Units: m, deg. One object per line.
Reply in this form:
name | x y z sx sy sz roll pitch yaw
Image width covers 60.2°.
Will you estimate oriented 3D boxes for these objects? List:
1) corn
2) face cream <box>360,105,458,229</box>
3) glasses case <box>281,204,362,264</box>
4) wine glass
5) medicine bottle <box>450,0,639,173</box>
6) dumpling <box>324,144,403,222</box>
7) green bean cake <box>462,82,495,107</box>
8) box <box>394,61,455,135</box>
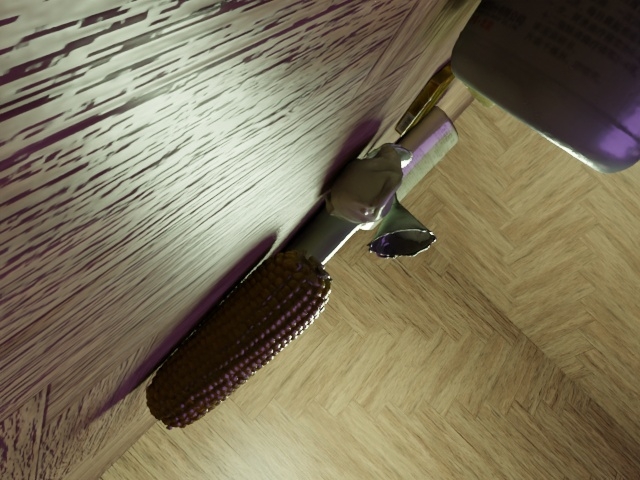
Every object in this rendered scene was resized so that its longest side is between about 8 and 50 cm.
corn | -0.140 0.167 0.968 0.387 0.144 0.144 -43 177 6
face cream | 0.191 -0.163 1.369 0.348 0.081 0.173 -46 153 6
glasses case | 0.001 -0.001 1.114 0.308 0.083 0.128 -47 176 24
wine glass | 0.130 -0.073 0.976 0.122 0.183 0.122 -6 157 -3
medicine bottle | 0.315 -0.254 0.584 0.306 0.245 0.245 -56 173 22
dumpling | 0.081 -0.095 0.894 0.134 0.099 0.169 -57 -179 -15
green bean cake | 0.449 -0.425 1.366 0.179 0.109 0.085 -46 178 0
box | 0.192 -0.254 0.981 0.089 0.022 0.156 -45 177 -29
